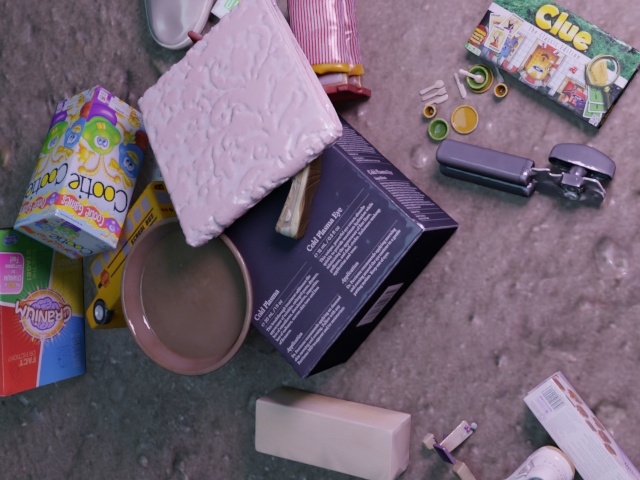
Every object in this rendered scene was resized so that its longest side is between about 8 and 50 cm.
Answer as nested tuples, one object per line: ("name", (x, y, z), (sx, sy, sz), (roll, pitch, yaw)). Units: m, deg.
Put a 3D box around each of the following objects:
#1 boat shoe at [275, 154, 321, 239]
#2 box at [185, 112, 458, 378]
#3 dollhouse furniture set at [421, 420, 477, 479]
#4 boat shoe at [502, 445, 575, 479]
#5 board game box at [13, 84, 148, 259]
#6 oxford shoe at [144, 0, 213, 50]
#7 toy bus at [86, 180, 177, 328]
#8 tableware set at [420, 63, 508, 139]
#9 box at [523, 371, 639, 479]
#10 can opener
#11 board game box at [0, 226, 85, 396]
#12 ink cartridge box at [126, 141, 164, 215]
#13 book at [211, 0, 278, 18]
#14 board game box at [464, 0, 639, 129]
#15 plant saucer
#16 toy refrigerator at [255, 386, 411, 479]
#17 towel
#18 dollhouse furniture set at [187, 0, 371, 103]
("boat shoe", (-0.037, -0.079, 1.626), (0.048, 0.056, 0.153), (18, 108, 21))
("box", (0.000, 0.000, 1.741), (0.312, 0.179, 0.343), (45, 111, 17))
("dollhouse furniture set", (0.250, 0.368, 1.737), (0.081, 0.091, 0.114), (-38, 101, -17))
("boat shoe", (0.302, 0.444, 1.641), (0.098, 0.096, 0.277), (41, 126, 19))
("board game box", (-0.440, -0.125, 1.890), (0.142, 0.144, 0.275), (-12, 56, 42))
("oxford shoe", (-0.274, -0.582, 1.869), (0.169, 0.130, 0.450), (11, 99, 24))
("toy bus", (-0.342, 0.038, 1.920), (0.333, 0.108, 0.130), (-47, 59, 37))
("tableware set", (0.241, -0.234, 1.690), (0.154, 0.024, 0.104), (-21, 84, 26))
("box", (0.451, 0.359, 1.603), (0.067, 0.063, 0.324), (-44, 75, 24))
("can opener", (0.333, -0.124, 1.639), (0.283, 0.076, 0.095), (18, 69, 25))
("board game box", (-0.572, 0.129, 2.003), (0.064, 0.242, 0.317), (1, 95, 26))
("ink cartridge box", (-0.337, -0.116, 1.989), (0.179, 0.045, 0.145), (-40, 75, 8))
("book", (-0.123, -0.454, 1.856), (0.096, 0.035, 0.144), (39, 109, 13))
("board game box", (0.372, -0.302, 1.612), (0.259, 0.030, 0.136), (36, 101, 20))
("plant saucer", (-0.227, 0.095, 1.743), (0.277, 0.041, 0.278), (3, 96, 29))
("toy refrigerator", (0.022, 0.344, 1.804), (0.269, 0.094, 0.102), (7, 104, 27))
("towel", (-0.144, -0.201, 1.659), (0.331, 0.053, 0.317), (-37, 62, 26))
("dollhouse furniture set", (-0.109, -0.320, 1.767), (0.374, 0.152, 0.201), (-8, 90, 20))
